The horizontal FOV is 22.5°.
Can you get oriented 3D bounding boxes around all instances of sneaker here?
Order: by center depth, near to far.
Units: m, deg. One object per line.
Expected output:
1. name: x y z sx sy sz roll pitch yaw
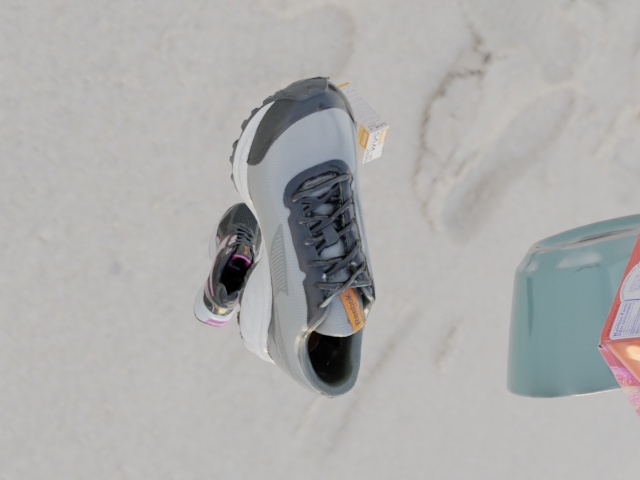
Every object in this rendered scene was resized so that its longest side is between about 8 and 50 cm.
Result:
1. sneaker: 0.000 0.000 1.188 0.100 0.108 0.271 -22 132 -25
2. sneaker: -0.105 0.024 2.071 0.077 0.072 0.178 -46 -152 53

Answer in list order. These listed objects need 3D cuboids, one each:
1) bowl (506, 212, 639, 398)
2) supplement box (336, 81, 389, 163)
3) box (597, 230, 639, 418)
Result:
1. bowl: 0.353 0.064 1.906 0.312 0.312 0.163 -19 97 -42
2. supplement box: 0.048 -0.163 2.227 0.036 0.098 0.062 -24 146 -29
3. box: 0.405 0.039 1.603 0.142 0.154 0.300 57 43 -31
